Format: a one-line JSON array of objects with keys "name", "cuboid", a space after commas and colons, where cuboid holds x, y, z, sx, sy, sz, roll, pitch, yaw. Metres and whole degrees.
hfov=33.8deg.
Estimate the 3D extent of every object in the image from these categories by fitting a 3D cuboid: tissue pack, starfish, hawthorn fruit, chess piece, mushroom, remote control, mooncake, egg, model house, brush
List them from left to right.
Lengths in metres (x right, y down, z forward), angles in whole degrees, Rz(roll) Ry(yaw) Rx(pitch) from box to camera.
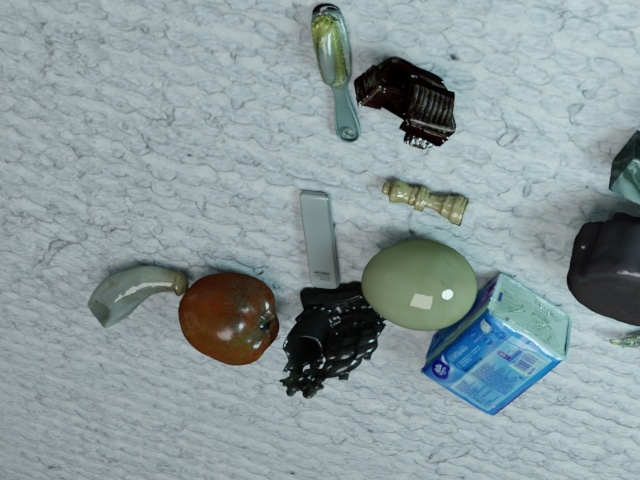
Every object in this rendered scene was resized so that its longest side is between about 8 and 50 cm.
[{"name": "mushroom", "cuboid": [-0.436, 0.117, 2.488, 0.270, 0.103, 0.118, -23, 119, 29]}, {"name": "hawthorn fruit", "cuboid": [-0.227, 0.176, 2.398, 0.262, 0.210, 0.210, 2, 133, 36]}, {"name": "remote control", "cuboid": [0.000, 0.000, 2.259, 0.067, 0.029, 0.260, 7, 131, 16]}, {"name": "brush", "cuboid": [0.028, -0.293, 1.950, 0.068, 0.060, 0.296, 1, 131, 18]}, {"name": "model house", "cuboid": [0.151, -0.236, 1.885, 0.203, 0.164, 0.141, 23, 130, 3]}, {"name": "egg", "cuboid": [0.199, 0.090, 2.149, 0.242, 0.186, 0.186, 9, 134, 23]}, {"name": "chess piece", "cuboid": [0.205, -0.081, 2.083, 0.172, 0.060, 0.060, 18, 135, 8]}, {"name": "tissue pack", "cuboid": [0.373, 0.223, 2.231, 0.198, 0.146, 0.263, 32, 135, -7]}, {"name": "mooncake", "cuboid": [0.602, 0.058, 1.958, 0.283, 0.141, 0.283, 19, 162, 6]}, {"name": "starfish", "cuboid": [0.707, 0.203, 2.147, 0.208, 0.053, 0.176, 41, 132, -21]}]

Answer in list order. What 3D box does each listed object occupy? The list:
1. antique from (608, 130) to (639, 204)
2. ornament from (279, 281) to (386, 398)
[{"name": "antique", "cuboid": [0.617, -0.104, 1.874, 0.183, 0.086, 0.088, 25, 136, -2]}, {"name": "ornament", "cuboid": [0.030, 0.223, 2.292, 0.251, 0.260, 0.106, -10, 132, 27]}]
